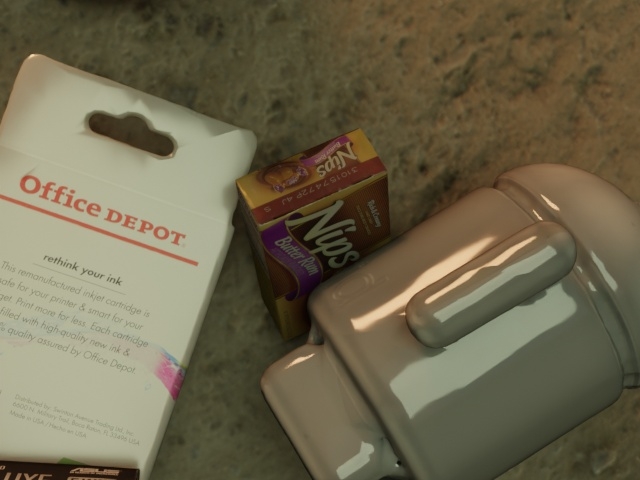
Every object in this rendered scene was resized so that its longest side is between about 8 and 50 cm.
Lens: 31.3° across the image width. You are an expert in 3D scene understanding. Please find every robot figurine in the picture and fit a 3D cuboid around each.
[{"bbox_3d":[0.130,0.071,0.899,0.353,0.300,0.200,-31,75,-6],"label":"robot figurine"}]

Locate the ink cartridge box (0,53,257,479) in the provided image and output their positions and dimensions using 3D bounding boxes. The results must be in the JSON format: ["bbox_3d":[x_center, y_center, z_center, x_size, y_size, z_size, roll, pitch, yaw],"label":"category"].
[{"bbox_3d":[-0.200,0.052,0.924,0.207,0.119,0.353,20,86,-8],"label":"ink cartridge box"}]

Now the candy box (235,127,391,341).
[{"bbox_3d":[0.000,0.000,0.930,0.109,0.187,0.053,-23,60,-10],"label":"candy box"}]

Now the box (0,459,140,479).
[{"bbox_3d":[-0.263,0.316,0.826,0.242,0.076,0.307,3,97,-5],"label":"box"}]
